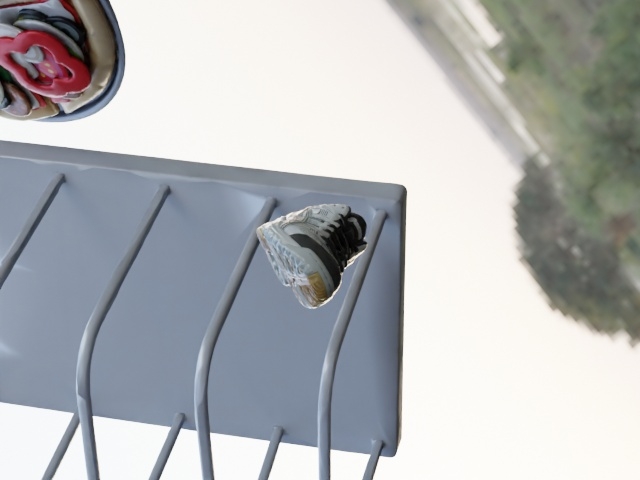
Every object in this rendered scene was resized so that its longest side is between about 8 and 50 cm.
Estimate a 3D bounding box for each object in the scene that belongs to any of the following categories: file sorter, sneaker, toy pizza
[{"bbox_3d":[-0.102,0.078,1.016,0.173,0.277,0.193,-70,-17,-53],"label":"file sorter"},{"bbox_3d":[0.000,0.000,0.633,0.032,0.037,0.083,65,176,-13],"label":"sneaker"},{"bbox_3d":[-0.207,-0.134,1.027,0.201,0.032,0.201,19,147,13],"label":"toy pizza"}]
